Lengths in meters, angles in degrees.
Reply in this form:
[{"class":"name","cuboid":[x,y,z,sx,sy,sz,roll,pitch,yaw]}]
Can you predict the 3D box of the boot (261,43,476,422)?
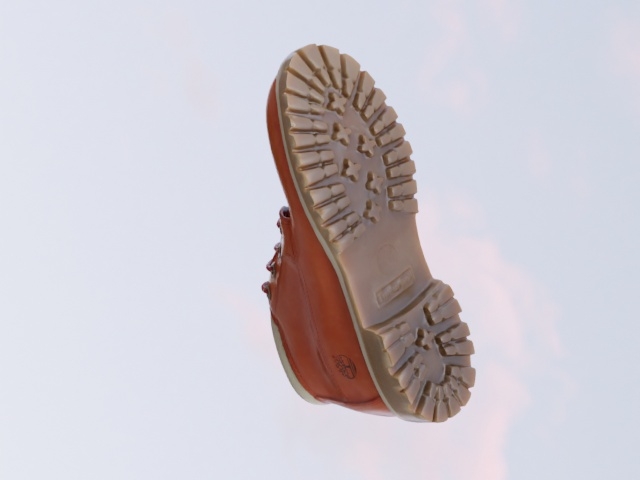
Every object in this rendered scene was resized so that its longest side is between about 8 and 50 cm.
[{"class":"boot","cuboid":[0.000,0.000,0.790,0.084,0.059,0.158,-3,-72,49]}]
